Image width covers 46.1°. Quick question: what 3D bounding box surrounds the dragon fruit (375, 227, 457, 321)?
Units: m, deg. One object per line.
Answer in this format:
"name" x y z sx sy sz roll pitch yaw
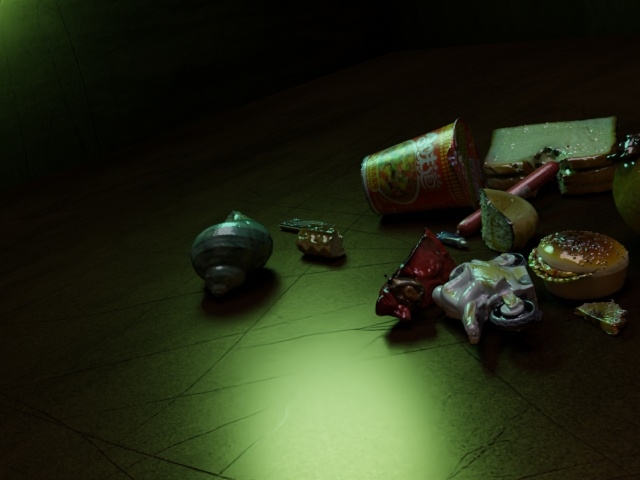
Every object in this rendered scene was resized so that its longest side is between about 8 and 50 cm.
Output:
"dragon fruit" 0.130 0.053 1.168 0.122 0.092 0.192 2 25 35

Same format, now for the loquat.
"loquat" 0.553 -0.098 1.119 0.244 0.244 0.244 -11 20 4

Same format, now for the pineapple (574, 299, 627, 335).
"pineapple" 0.381 0.099 1.002 0.045 0.019 0.083 -20 18 -10

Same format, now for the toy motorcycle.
"toy motorcycle" 0.233 0.077 1.074 0.151 0.074 0.228 -10 22 14

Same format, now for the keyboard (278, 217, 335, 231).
"keyboard" -0.030 -0.031 1.598 0.049 0.015 0.129 -28 25 -36

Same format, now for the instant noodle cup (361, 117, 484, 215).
"instant noodle cup" 0.202 -0.132 1.521 0.212 0.193 0.193 -11 19 26

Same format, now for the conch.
"conch" -0.168 0.021 1.401 0.176 0.122 0.188 -25 9 34

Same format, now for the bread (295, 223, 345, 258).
"bread" 0.000 0.000 1.441 0.110 0.060 0.066 8 58 46

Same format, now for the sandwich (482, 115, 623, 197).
"sandwich" 0.477 -0.168 1.538 0.273 0.095 0.249 -3 24 23

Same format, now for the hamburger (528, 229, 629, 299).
"hamburger" 0.374 0.031 1.095 0.141 0.081 0.126 -8 21 10

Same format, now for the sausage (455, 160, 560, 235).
"sausage" 0.348 -0.077 1.393 0.253 0.034 0.034 -33 24 -10

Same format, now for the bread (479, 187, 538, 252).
"bread" 0.325 -0.038 1.302 0.094 0.083 0.157 -18 32 -16

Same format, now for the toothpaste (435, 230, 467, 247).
"toothpaste" 0.236 -0.001 1.355 0.027 0.019 0.083 -44 28 -12
